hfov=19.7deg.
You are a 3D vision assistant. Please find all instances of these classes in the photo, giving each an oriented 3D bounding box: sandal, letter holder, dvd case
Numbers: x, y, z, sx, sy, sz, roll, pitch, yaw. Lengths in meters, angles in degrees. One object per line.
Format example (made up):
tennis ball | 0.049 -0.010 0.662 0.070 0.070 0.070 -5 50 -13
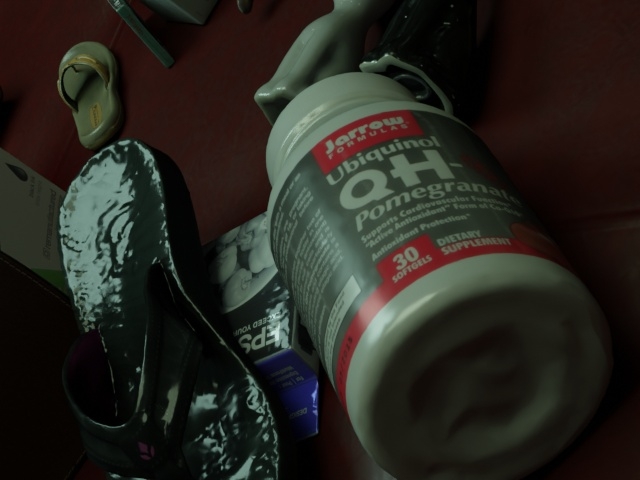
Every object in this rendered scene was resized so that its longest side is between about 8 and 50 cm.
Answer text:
sandal | -0.247 -0.160 1.930 0.072 0.049 0.180 -43 35 16
letter holder | -0.336 0.090 1.584 0.214 0.302 0.152 -55 33 -2
dvd case | -0.195 -0.230 1.895 0.013 0.087 0.119 -41 34 1
sandal | -0.146 0.093 1.440 0.167 0.107 0.446 -44 46 21

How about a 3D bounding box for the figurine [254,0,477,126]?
figurine | 0.061 -0.184 1.554 0.215 0.092 0.209 -12 44 46

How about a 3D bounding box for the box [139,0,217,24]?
box | -0.150 -0.289 1.879 0.087 0.102 0.101 16 75 57

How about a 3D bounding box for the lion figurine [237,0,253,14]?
lion figurine | -0.008 -0.424 1.826 0.240 0.142 0.392 -23 57 27

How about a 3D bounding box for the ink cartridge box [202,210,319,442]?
ink cartridge box | -0.082 0.090 1.500 0.206 0.045 0.208 -27 46 35

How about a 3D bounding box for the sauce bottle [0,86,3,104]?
sauce bottle | -0.460 -0.040 2.028 0.111 0.111 0.344 -8 53 47

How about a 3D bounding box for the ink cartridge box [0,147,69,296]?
ink cartridge box | -0.362 -0.006 1.730 0.114 0.273 0.198 -33 39 28

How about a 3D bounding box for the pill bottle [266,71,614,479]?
pill bottle | 0.063 0.012 1.278 0.176 0.176 0.318 -45 34 12
